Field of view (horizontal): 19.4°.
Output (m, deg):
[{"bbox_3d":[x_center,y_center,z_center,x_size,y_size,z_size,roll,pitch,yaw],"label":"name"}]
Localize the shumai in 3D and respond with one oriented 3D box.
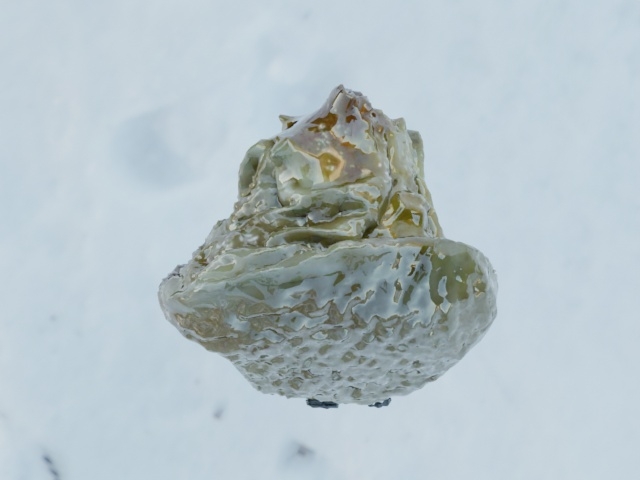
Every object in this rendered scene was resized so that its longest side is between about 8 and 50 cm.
[{"bbox_3d":[0.004,-0.001,0.780,0.145,0.145,0.116,-18,62,20],"label":"shumai"}]
